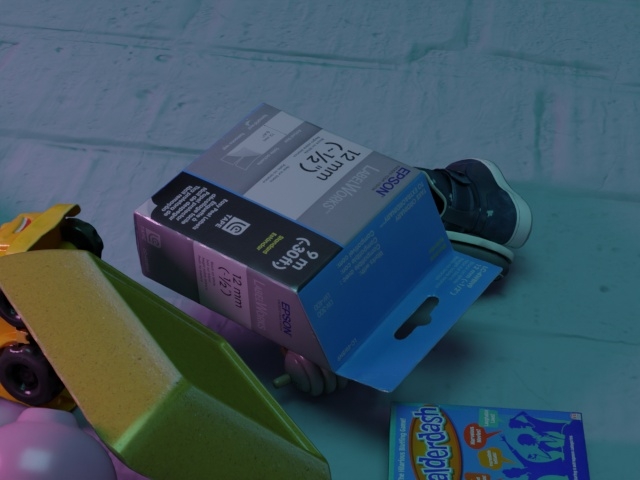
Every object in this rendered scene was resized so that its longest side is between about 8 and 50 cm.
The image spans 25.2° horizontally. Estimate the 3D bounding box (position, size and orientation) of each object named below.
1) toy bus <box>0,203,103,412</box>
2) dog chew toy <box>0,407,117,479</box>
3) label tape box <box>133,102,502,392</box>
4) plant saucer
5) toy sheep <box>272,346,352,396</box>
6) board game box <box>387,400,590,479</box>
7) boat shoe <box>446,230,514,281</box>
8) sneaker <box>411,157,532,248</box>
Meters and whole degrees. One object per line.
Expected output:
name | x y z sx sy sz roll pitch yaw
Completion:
toy bus | -0.354 0.067 1.596 0.211 0.220 0.149 9 31 21
dog chew toy | -0.244 0.303 1.167 0.206 0.206 0.332 4 74 2
label tape box | 0.000 0.000 1.630 0.347 0.115 0.249 24 48 28
plant saucer | -0.136 0.143 1.415 0.081 0.333 0.333 -48 45 4
toy sheep | 0.001 0.133 1.628 0.132 0.091 0.091 -30 44 -17
board game box | 0.175 0.242 1.508 0.210 0.047 0.160 3 35 2
boat shoe | 0.082 0.037 1.790 0.319 0.116 0.099 6 77 -7
sneaker | 0.160 -0.065 1.868 0.163 0.086 0.226 9 16 -20
